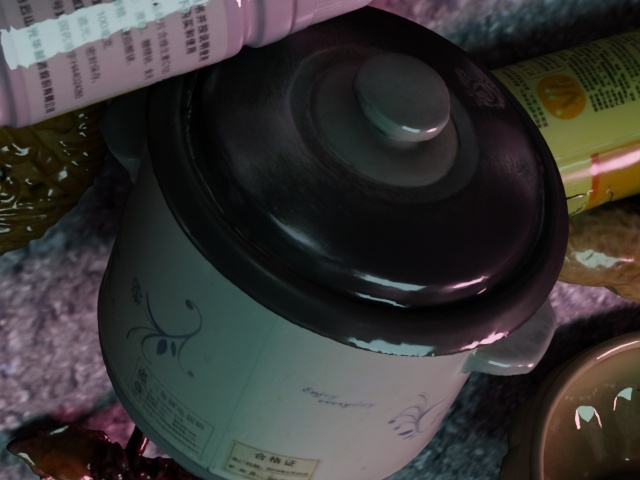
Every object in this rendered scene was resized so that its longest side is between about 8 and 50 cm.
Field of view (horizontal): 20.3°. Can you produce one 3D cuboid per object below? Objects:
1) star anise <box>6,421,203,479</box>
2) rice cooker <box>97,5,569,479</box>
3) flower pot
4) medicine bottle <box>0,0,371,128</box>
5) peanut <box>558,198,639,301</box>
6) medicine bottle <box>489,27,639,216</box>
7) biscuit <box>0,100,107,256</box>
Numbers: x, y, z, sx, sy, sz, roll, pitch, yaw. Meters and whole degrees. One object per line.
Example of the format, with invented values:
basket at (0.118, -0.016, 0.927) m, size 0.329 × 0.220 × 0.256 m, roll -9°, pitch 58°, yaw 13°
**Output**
star anise at (-0.137, 0.142, 1.350) m, size 0.140 × 0.144 × 0.158 m, roll -1°, pitch 153°, yaw 40°
rice cooker at (0.000, 0.000, 1.100) m, size 0.264 × 0.316 × 0.317 m, roll -52°, pitch 160°, yaw -42°
flower pot at (0.293, 0.252, 1.578) m, size 0.307 × 0.307 × 0.244 m, roll -19°, pitch 156°, yaw -17°
medicine bottle at (-0.104, -0.151, 0.975) m, size 0.249 × 0.133 × 0.133 m, roll -22°, pitch 141°, yaw -14°
peanut at (0.236, 0.004, 1.423) m, size 0.192 × 0.089 × 0.089 m, roll 14°, pitch 123°, yaw -38°
medicine bottle at (0.173, -0.075, 1.256) m, size 0.239 × 0.124 × 0.124 m, roll -19°, pitch 141°, yaw -15°
biscuit at (-0.217, -0.051, 1.091) m, size 0.187 × 0.027 × 0.188 m, roll -18°, pitch 141°, yaw -16°
